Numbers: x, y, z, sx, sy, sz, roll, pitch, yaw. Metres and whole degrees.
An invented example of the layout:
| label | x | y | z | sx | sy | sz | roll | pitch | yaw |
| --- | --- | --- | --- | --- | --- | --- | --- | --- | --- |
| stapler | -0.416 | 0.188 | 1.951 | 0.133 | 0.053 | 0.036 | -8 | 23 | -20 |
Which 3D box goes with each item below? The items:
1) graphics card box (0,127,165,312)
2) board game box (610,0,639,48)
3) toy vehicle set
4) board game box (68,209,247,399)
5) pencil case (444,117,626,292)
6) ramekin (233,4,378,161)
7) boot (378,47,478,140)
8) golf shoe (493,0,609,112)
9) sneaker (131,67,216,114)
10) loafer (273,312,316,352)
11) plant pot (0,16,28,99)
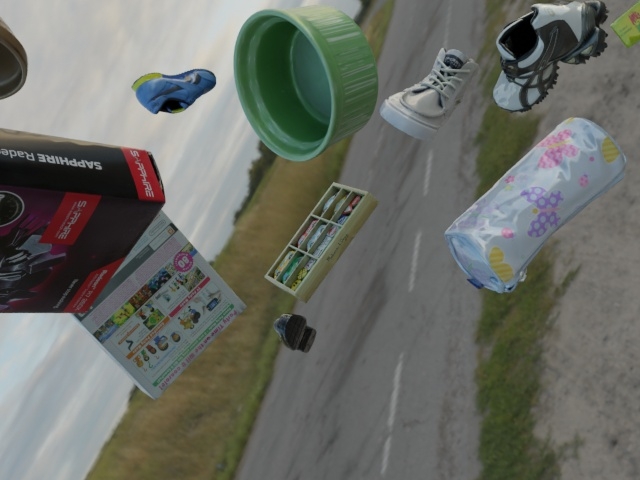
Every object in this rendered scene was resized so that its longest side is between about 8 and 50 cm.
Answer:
| label | x | y | z | sx | sy | sz | roll | pitch | yaw |
| --- | --- | --- | --- | --- | --- | --- | --- | --- | --- |
| graphics card box | -0.383 | -0.018 | 0.889 | 0.233 | 0.370 | 0.094 | -46 | 54 | 33 |
| board game box | 0.450 | -0.312 | 1.052 | 0.092 | 0.043 | 0.181 | -37 | -1 | 1 |
| toy vehicle set | 0.000 | 0.000 | 1.759 | 0.267 | 0.035 | 0.166 | -54 | 28 | -8 |
| board game box | -0.305 | 0.077 | 1.360 | 0.224 | 0.303 | 0.097 | -45 | 18 | -21 |
| pencil case | 0.301 | -0.051 | 1.148 | 0.273 | 0.124 | 0.113 | -44 | -42 | -11 |
| ramekin | -0.025 | -0.324 | 1.643 | 0.148 | 0.303 | 0.303 | -26 | -20 | -36 |
| boot | 0.168 | -0.230 | 1.218 | 0.123 | 0.095 | 0.258 | -60 | -6 | 22 |
| golf shoe | 0.223 | -0.204 | 0.891 | 0.198 | 0.093 | 0.077 | 132 | 142 | -66 |
| sneaker | -0.262 | -0.274 | 1.548 | 0.069 | 0.082 | 0.209 | -41 | -10 | 34 |
| loafer | -0.057 | 0.161 | 1.448 | 0.062 | 0.061 | 0.170 | -65 | -17 | -14 |
| plant pot | -0.624 | -0.349 | 1.416 | 0.237 | 0.237 | 0.110 | 125 | 149 | -60 |
